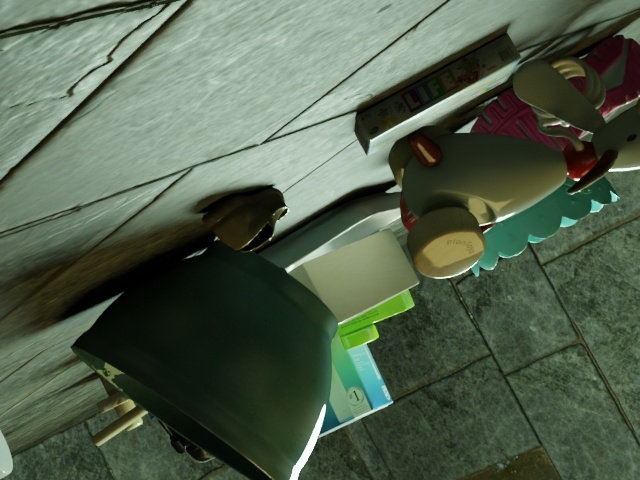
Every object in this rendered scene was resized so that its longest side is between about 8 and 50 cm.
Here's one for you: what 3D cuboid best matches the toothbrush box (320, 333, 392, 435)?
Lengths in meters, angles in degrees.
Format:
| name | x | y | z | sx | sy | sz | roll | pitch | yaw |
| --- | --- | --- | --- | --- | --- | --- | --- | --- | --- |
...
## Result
| name | x | y | z | sx | sy | sz | roll | pitch | yaw |
| --- | --- | --- | --- | --- | --- | --- | --- | --- | --- |
| toothbrush box | -0.036 | 0.209 | 2.435 | 0.216 | 0.296 | 0.126 | -26 | 170 | 17 |

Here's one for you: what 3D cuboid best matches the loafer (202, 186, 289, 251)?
| name | x | y | z | sx | sy | sz | roll | pitch | yaw |
| --- | --- | --- | --- | --- | --- | --- | --- | --- | --- |
| loafer | -0.069 | -0.016 | 1.311 | 0.056 | 0.050 | 0.148 | -30 | 175 | 23 |

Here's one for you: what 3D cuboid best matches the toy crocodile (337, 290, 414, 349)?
| name | x | y | z | sx | sy | sz | roll | pitch | yaw |
| --- | --- | --- | --- | --- | --- | --- | --- | --- | --- |
| toy crocodile | -0.004 | 0.150 | 2.310 | 0.340 | 0.115 | 0.105 | -26 | -179 | 3 |

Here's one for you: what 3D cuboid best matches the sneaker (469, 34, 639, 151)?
| name | x | y | z | sx | sy | sz | roll | pitch | yaw |
| --- | --- | --- | --- | --- | --- | --- | --- | --- | --- |
| sneaker | 0.287 | -0.153 | 1.651 | 0.252 | 0.103 | 0.111 | -27 | 174 | -15 |

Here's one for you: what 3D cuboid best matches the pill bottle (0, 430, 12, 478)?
| name | x | y | z | sx | sy | sz | roll | pitch | yaw |
| --- | --- | --- | --- | --- | --- | --- | --- | --- | --- |
| pill bottle | -0.501 | 0.295 | 1.640 | 0.229 | 0.131 | 0.131 | -29 | 176 | 0 |

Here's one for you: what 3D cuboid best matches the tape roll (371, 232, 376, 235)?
| name | x | y | z | sx | sy | sz | roll | pitch | yaw |
| --- | --- | --- | --- | --- | --- | --- | --- | --- | --- |
| tape roll | -0.002 | 0.040 | 2.256 | 0.219 | 0.072 | 0.219 | -29 | 175 | -3 |

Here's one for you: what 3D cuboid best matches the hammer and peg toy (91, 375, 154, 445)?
| name | x | y | z | sx | sy | sz | roll | pitch | yaw |
| --- | --- | --- | --- | --- | --- | --- | --- | --- | --- |
| hammer and peg toy | -0.292 | 0.251 | 2.507 | 0.266 | 0.127 | 0.361 | -28 | 176 | 14 |

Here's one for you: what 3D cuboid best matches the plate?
| name | x | y | z | sx | sy | sz | roll | pitch | yaw |
| --- | --- | --- | --- | --- | --- | --- | --- | --- | --- |
| plate | 0.000 | 0.000 | 1.981 | 0.278 | 0.045 | 0.277 | -30 | 175 | 22 |

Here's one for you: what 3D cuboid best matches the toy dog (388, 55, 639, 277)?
| name | x | y | z | sx | sy | sz | roll | pitch | yaw |
| --- | --- | --- | --- | --- | --- | --- | --- | --- | --- |
| toy dog | 0.213 | -0.103 | 1.437 | 0.333 | 0.220 | 0.161 | -35 | 145 | -8 |

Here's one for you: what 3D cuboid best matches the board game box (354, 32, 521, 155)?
| name | x | y | z | sx | sy | sz | roll | pitch | yaw |
| --- | --- | --- | --- | --- | --- | --- | --- | --- | --- |
| board game box | 0.105 | -0.132 | 1.236 | 0.154 | 0.026 | 0.103 | -29 | 176 | -2 |

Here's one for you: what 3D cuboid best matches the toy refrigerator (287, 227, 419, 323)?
| name | x | y | z | sx | sy | sz | roll | pitch | yaw |
| --- | --- | --- | --- | --- | --- | --- | --- | --- | --- |
| toy refrigerator | 0.033 | 0.069 | 2.021 | 0.094 | 0.102 | 0.269 | -32 | 175 | 33 |

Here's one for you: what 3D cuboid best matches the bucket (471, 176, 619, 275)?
| name | x | y | z | sx | sy | sz | roll | pitch | yaw |
| --- | --- | --- | --- | --- | --- | --- | --- | --- | --- |
| bucket | 0.327 | -0.081 | 2.211 | 0.281 | 0.183 | 0.281 | -29 | 175 | -3 |

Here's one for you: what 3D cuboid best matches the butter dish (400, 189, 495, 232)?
| name | x | y | z | sx | sy | sz | roll | pitch | yaw |
| --- | --- | --- | --- | --- | --- | --- | --- | --- | --- |
| butter dish | 0.153 | -0.071 | 1.728 | 0.160 | 0.118 | 0.160 | -35 | -147 | 45 |

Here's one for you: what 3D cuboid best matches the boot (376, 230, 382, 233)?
| name | x | y | z | sx | sy | sz | roll | pitch | yaw |
| --- | --- | --- | --- | --- | --- | --- | --- | --- | --- |
| boot | 0.079 | 0.047 | 2.589 | 0.203 | 0.095 | 0.262 | -28 | -177 | -30 |

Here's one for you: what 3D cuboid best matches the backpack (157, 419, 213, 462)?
| name | x | y | z | sx | sy | sz | roll | pitch | yaw |
| --- | --- | --- | --- | --- | --- | --- | --- | --- | --- |
| backpack | -0.154 | 0.194 | 2.128 | 0.253 | 0.225 | 0.191 | -33 | -162 | 2 |

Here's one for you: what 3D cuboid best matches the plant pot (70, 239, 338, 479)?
| name | x | y | z | sx | sy | sz | roll | pitch | yaw |
| --- | --- | --- | --- | --- | --- | --- | --- | --- | --- |
| plant pot | -0.101 | 0.125 | 1.503 | 0.196 | 0.293 | 0.293 | -55 | -178 | -14 |
